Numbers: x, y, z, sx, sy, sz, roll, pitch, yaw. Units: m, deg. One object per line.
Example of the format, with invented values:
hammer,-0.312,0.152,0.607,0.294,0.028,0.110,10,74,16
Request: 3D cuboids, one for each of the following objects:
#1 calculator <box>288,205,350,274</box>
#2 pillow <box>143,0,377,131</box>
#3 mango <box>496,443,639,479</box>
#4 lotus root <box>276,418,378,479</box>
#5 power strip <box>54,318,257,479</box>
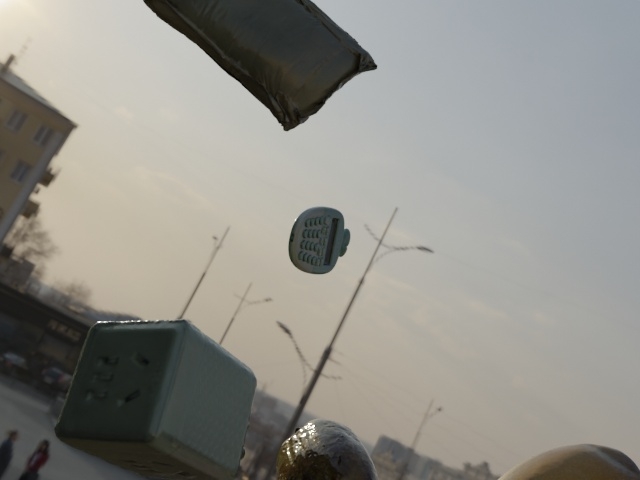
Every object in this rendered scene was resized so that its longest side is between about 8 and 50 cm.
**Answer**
calculator,0.000,0.000,1.085,0.021,0.095,0.153,13,4,27
pillow,-0.055,-0.197,0.737,0.208,0.119,0.053,43,-23,7
mango,0.237,0.335,0.813,0.187,0.359,0.144,31,-48,13
lotus root,0.012,0.345,1.105,0.128,0.145,0.260,39,3,-22
power strip,-0.164,0.196,0.900,0.140,0.139,0.224,-5,-32,26
